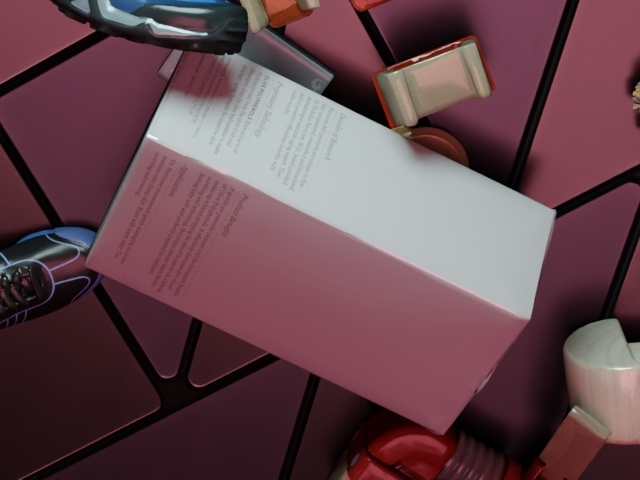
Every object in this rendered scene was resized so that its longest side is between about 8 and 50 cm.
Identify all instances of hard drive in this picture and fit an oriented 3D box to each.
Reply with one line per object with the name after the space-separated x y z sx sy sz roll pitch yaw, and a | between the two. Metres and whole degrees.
-0.068 -0.153 1.731 0.135 0.022 0.094 34 106 -9 | hard drive

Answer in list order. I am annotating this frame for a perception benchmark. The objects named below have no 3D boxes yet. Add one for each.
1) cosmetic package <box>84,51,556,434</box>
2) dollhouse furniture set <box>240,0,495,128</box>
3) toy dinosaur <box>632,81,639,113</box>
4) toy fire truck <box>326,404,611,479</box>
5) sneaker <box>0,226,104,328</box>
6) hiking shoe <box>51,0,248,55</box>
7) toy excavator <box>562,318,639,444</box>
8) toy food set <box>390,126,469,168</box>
0.000 0.000 1.679 0.366 0.155 0.197 26 135 -8 | cosmetic package
0.061 -0.234 1.653 0.262 0.135 0.259 -20 99 1 | dollhouse furniture set
0.427 -0.075 1.637 0.164 0.322 0.218 -20 114 -32 | toy dinosaur
0.150 0.220 1.779 0.217 0.158 0.246 33 105 -8 | toy fire truck
-0.311 0.056 1.776 0.232 0.090 0.081 -19 107 9 | sneaker
-0.181 -0.255 1.603 0.304 0.113 0.132 28 105 24 | hiking shoe
0.497 0.132 1.678 0.433 0.445 0.222 -16 108 -22 | toy excavator
0.096 -0.067 1.755 0.083 0.020 0.082 -1 109 2 | toy food set
